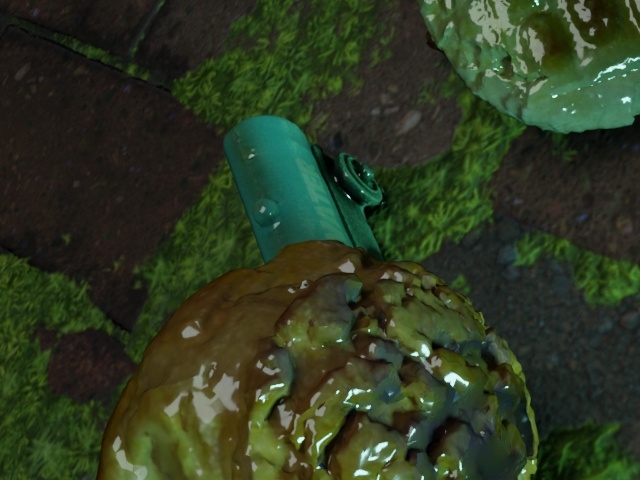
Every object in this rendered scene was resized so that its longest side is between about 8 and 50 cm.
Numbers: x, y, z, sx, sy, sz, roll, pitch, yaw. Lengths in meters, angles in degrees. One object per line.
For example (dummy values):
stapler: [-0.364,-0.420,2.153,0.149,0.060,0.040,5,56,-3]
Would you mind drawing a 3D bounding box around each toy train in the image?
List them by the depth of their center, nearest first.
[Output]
toy train: [0.000,0.000,1.040,0.101,0.159,0.248,-40,50,20]

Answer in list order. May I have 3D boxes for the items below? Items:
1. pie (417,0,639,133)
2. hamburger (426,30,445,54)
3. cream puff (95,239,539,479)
pie: [0.209,-0.236,0.989,0.307,0.071,0.306,-1,78,4]
hamburger: [0.164,-0.219,1.075,0.166,0.087,0.137,-52,47,2]
cream puff: [0.014,0.172,0.820,0.231,0.327,0.343,5,53,32]
